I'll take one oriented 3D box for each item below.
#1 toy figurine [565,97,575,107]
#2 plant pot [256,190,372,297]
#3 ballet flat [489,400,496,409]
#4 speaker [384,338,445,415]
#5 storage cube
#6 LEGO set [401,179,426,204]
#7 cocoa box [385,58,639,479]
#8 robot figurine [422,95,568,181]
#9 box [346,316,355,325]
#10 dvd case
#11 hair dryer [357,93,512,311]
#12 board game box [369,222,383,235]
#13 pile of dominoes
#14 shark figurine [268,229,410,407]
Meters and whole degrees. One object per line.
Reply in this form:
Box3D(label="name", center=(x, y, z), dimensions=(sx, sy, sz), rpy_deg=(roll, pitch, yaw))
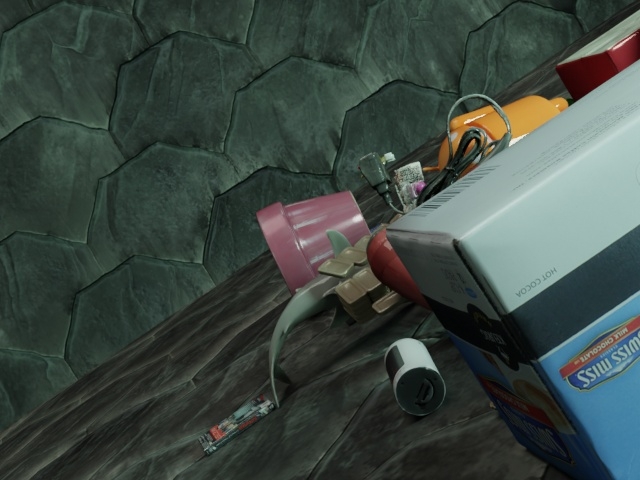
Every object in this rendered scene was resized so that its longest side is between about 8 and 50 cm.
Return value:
Box3D(label="toy figurine", center=(0.378, -0.126, 1.722), dimensions=(0.159, 0.130, 0.173), rpy_deg=(-39, -19, 32))
Box3D(label="plant pot", center=(0.000, 0.000, 2.034), dimensions=(0.180, 0.201, 0.201), rpy_deg=(-25, 7, 1))
Box3D(label="ballet flat", center=(0.236, 0.084, 1.025), dimensions=(0.206, 0.067, 0.073), rpy_deg=(-33, 8, 1))
Box3D(label="speaker", center=(0.104, 0.150, 1.211), dimensions=(0.055, 0.055, 0.136), rpy_deg=(-33, 8, 3))
Box3D(label="storage cube", center=(0.475, -0.217, 1.502), dimensions=(0.215, 0.193, 0.183), rpy_deg=(-33, 7, -7))
Box3D(label="LEGO set", center=(0.281, -0.091, 1.822), dimensions=(0.287, 0.132, 0.107), rpy_deg=(-29, 14, -24))
Box3D(label="cocoa box", center=(0.268, -0.004, 0.831), dimensions=(0.347, 0.228, 0.231), rpy_deg=(-34, 7, -6))
Box3D(label="robot figurine", center=(0.252, -0.113, 1.451), dimensions=(0.219, 0.158, 0.128), rpy_deg=(-24, -1, -16))
Box3D(label="box", center=(0.106, 0.051, 1.851), dimensions=(0.183, 0.056, 0.231), rpy_deg=(-34, 7, 4))
Box3D(label="dvd case", center=(-0.123, 0.266, 1.580), dimensions=(0.119, 0.013, 0.087), rpy_deg=(-36, 8, -11))
Box3D(label="hair dryer", center=(0.149, -0.024, 1.352), dimensions=(0.224, 0.293, 0.080), rpy_deg=(-27, -23, 35))
Box3D(label="board game box", center=(0.047, 0.047, 2.177), dimensions=(0.193, 0.045, 0.147), rpy_deg=(-31, 8, 16))
Box3D(label="pile of dominoes", center=(0.135, 0.020, 1.499), dimensions=(0.251, 0.040, 0.196), rpy_deg=(-33, 28, -9))
Box3D(label="shark figurine", center=(0.008, 0.100, 1.572), dimensions=(0.278, 0.166, 0.116), rpy_deg=(-35, 18, -9))
